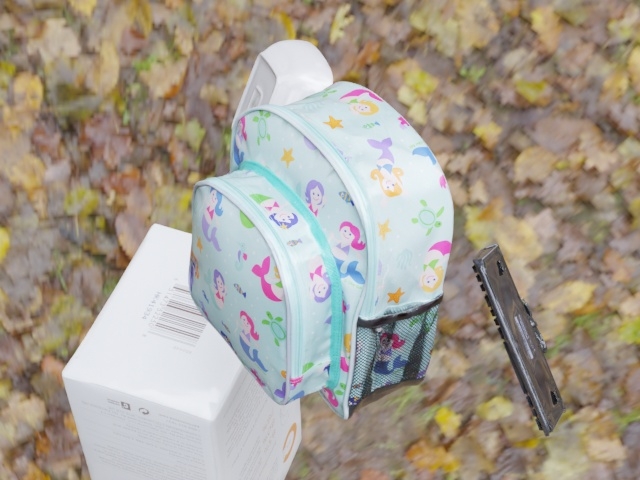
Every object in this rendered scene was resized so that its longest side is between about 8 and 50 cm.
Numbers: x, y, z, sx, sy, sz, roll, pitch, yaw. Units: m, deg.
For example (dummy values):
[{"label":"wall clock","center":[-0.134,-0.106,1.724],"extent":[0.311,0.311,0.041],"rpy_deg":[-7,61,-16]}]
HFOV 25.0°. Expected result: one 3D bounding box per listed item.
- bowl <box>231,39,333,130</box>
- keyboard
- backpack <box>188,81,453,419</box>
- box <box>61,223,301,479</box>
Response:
[{"label":"bowl","center":[-0.045,-0.135,1.483],"extent":[0.053,0.142,0.142],"rpy_deg":[16,110,-22]},{"label":"keyboard","center":[0.191,0.092,1.387],"extent":[0.023,0.108,0.180],"rpy_deg":[-21,94,22]},{"label":"backpack","center":[0.000,0.000,1.230],"extent":[0.191,0.253,0.225],"rpy_deg":[-14,44,-32]},{"label":"box","center":[-0.138,0.185,1.585],"extent":[0.168,0.345,0.215],"rpy_deg":[16,52,14]}]
